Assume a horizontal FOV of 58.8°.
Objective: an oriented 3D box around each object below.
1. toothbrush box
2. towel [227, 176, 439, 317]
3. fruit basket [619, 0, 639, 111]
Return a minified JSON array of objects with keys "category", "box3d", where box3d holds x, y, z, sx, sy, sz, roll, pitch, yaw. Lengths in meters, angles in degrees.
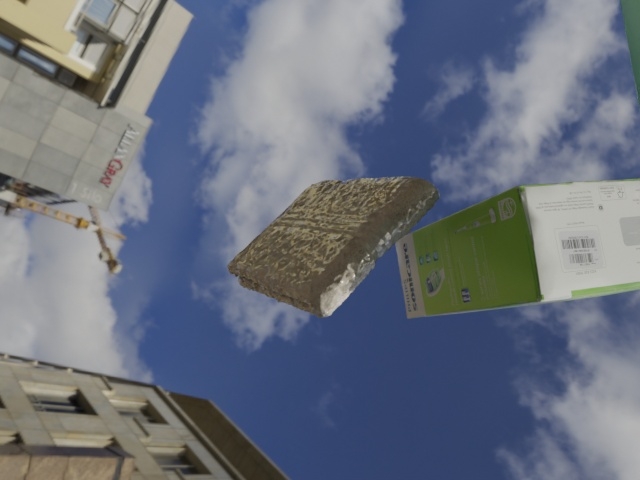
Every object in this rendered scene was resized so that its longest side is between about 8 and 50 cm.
[{"category":"toothbrush box","box3d":[0.250,0.020,0.704,0.283,0.206,0.122,152,-68,-69]},{"category":"towel","box3d":[0.000,0.000,0.686,0.187,0.049,0.282,-46,-158,-15]},{"category":"fruit basket","box3d":[0.227,-0.107,0.136,0.283,0.392,0.392,-12,-117,9]}]
